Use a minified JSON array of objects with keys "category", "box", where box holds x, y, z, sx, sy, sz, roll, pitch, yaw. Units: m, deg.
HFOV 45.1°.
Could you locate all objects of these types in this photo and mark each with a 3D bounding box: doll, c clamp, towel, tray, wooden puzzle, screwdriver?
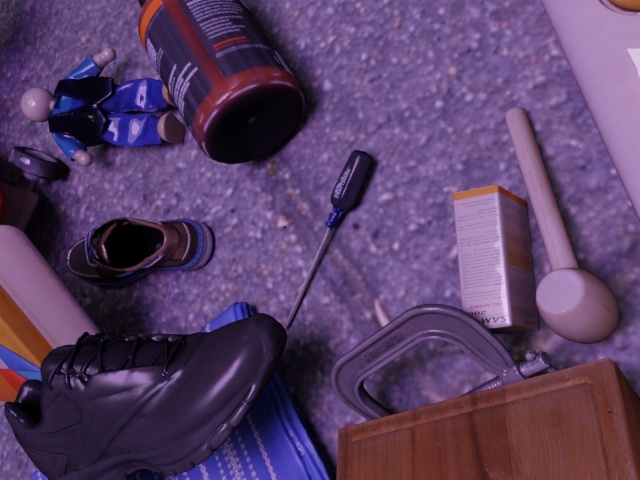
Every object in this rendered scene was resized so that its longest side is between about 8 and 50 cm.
[{"category":"doll","box":[-0.229,-0.141,0.803,0.188,0.046,0.129,4,83,21]},{"category":"c clamp","box":[0.089,0.105,0.549,0.160,0.137,0.022,-34,21,37]},{"category":"towel","box":[-0.136,0.241,0.699,0.336,0.040,0.243,-40,62,21]},{"category":"tray","box":[0.101,0.276,0.404,0.202,0.076,0.411,-22,42,27]},{"category":"wooden puzzle","box":[-0.311,0.090,0.725,0.238,0.221,0.044,-8,34,32]},{"category":"screwdriver","box":[0.000,0.000,0.663,0.025,0.024,0.170,29,101,4]}]

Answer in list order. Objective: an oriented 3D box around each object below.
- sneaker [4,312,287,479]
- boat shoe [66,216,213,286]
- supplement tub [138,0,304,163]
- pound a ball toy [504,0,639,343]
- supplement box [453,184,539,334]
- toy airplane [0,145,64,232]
[{"category":"sneaker","box":[-0.153,0.124,0.622,0.286,0.109,0.130,-32,103,24]},{"category":"boat shoe","box":[-0.195,0.004,0.761,0.183,0.066,0.066,-12,75,31]},{"category":"supplement tub","box":[-0.101,-0.173,0.708,0.106,0.106,0.198,-41,62,21]},{"category":"pound a ball toy","box":[0.185,-0.116,0.492,0.208,0.135,0.319,-26,68,27]},{"category":"supplement box","box":[0.126,0.016,0.552,0.036,0.062,0.099,-10,75,32]},{"category":"toy airplane","box":[-0.510,-0.108,0.865,0.384,0.272,0.386,-24,70,28]}]
